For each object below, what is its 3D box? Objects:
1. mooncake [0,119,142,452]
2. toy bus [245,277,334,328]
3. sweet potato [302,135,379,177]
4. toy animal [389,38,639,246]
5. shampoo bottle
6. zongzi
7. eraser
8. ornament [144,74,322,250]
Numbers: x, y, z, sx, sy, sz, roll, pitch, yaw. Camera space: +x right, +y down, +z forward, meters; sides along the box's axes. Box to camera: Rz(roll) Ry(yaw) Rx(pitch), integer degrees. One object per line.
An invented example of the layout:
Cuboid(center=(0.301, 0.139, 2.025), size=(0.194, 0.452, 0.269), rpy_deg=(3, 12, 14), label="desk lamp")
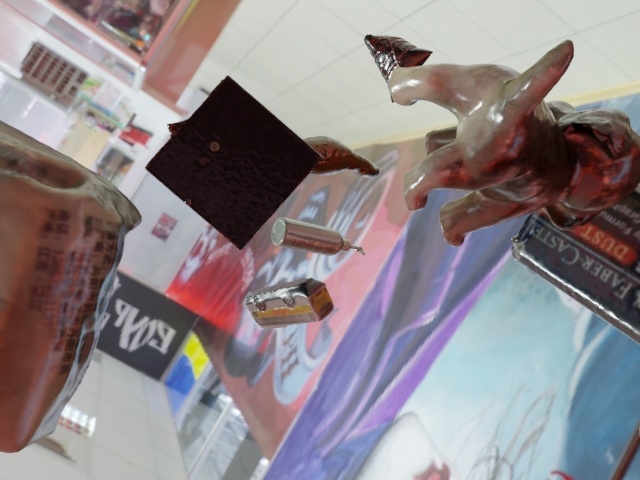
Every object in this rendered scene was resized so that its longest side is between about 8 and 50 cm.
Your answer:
Cuboid(center=(-0.293, 0.023, 0.566), size=(0.250, 0.255, 0.136), rpy_deg=(23, 176, 3), label="mooncake")
Cuboid(center=(-0.055, 0.110, 1.166), size=(0.172, 0.057, 0.072), rpy_deg=(-15, 105, 46), label="toy bus")
Cuboid(center=(0.023, -0.155, 1.257), size=(0.269, 0.075, 0.074), rpy_deg=(3, -165, -41), label="sweet potato")
Cuboid(center=(0.156, -0.075, 0.549), size=(0.168, 0.121, 0.233), rpy_deg=(-16, 160, 34), label="toy animal")
Cuboid(center=(0.000, 0.000, 1.312), size=(0.195, 0.056, 0.056), rpy_deg=(13, -175, -34), label="shampoo bottle")
Cuboid(center=(0.092, -0.206, 0.820), size=(0.067, 0.074, 0.083), rpy_deg=(5, -154, -41), label="zongzi")
Cuboid(center=(0.373, 0.041, 0.742), size=(0.101, 0.155, 0.332), rpy_deg=(20, -164, -45), label="eraser")
Cuboid(center=(-0.122, -0.094, 0.894), size=(0.166, 0.153, 0.196), rpy_deg=(42, 172, -6), label="ornament")
